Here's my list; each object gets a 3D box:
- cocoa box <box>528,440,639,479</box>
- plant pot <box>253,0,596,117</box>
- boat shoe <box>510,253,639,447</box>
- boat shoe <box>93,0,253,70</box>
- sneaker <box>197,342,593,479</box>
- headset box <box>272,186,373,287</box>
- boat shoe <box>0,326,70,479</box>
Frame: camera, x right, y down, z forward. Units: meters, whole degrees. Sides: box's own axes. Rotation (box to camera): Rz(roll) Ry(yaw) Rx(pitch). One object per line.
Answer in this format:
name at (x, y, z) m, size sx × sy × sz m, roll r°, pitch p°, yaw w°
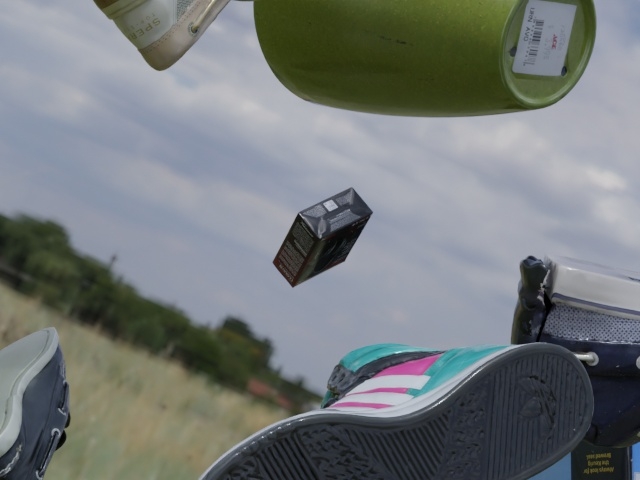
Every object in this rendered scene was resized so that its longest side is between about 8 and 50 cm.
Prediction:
cocoa box at (0.357, 0.272, 1.962) m, size 0.232 × 0.227 × 0.347 m, roll 8°, pitch -14°, yaw -28°
plant pot at (0.127, -0.233, 1.633) m, size 0.293 × 0.274 × 0.275 m, roll 27°, pitch -3°, yaw 46°
boat shoe at (0.334, 0.121, 1.482) m, size 0.341 × 0.158 × 0.127 m, roll 13°, pitch 7°, yaw -2°
boat shoe at (-0.083, -0.257, 1.434) m, size 0.109 × 0.302 × 0.098 m, roll -19°, pitch -68°, yaw 44°
sneaker at (0.023, 0.145, 1.105) m, size 0.296 × 0.123 × 0.178 m, roll -17°, pitch 0°, yaw -25°
headset box at (0.000, 0.000, 1.341) m, size 0.032 × 0.062 × 0.083 m, roll 51°, pitch -38°, yaw 19°
boat shoe at (-0.340, 0.208, 1.824) m, size 0.113 × 0.127 × 0.340 m, roll 61°, pitch 4°, yaw -17°
